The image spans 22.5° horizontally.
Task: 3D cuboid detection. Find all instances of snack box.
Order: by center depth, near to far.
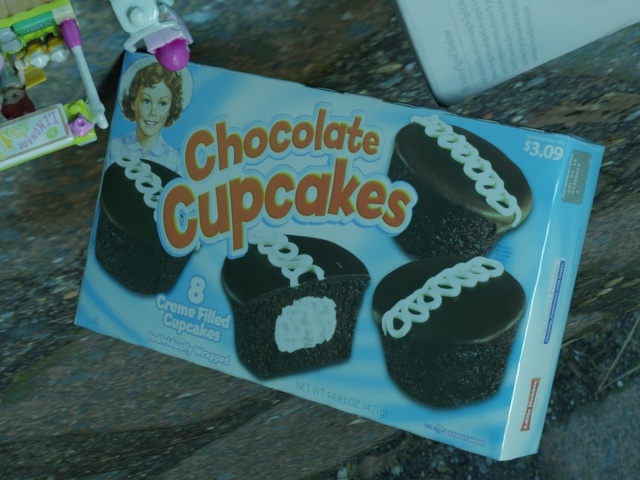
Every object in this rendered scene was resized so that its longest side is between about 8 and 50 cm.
[{"bbox_3d":[0.000,0.000,0.989,0.322,0.187,0.060,14,-175,32],"label":"snack box"}]

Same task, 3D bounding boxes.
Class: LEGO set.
[{"bbox_3d":[-0.210,-0.063,0.942,0.287,0.107,0.132,-27,162,18],"label":"LEGO set"}]

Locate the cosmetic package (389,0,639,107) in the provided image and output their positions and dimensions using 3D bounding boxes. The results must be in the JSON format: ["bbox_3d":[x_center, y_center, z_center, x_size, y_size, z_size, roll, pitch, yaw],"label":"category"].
[{"bbox_3d":[0.128,-0.204,0.870,0.225,0.138,0.224,-24,163,4],"label":"cosmetic package"}]
